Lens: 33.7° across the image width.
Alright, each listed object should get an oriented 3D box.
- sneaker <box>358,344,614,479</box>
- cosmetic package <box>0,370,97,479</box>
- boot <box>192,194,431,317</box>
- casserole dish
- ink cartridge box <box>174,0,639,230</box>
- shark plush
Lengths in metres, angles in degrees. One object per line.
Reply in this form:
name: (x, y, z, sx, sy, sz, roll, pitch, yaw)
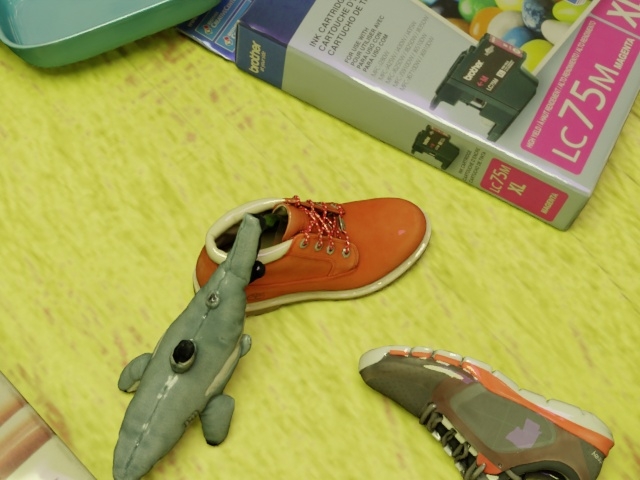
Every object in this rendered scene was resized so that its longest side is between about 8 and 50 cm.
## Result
sneaker: (0.091, 0.111, 0.616, 0.158, 0.061, 0.064, 21, 71, 6)
cosmetic package: (-0.255, 0.090, 0.554, 0.296, 0.129, 0.153, 42, 67, 14)
boot: (0.000, 0.000, 0.647, 0.158, 0.084, 0.059, -16, 65, -14)
casserole dish: (-0.142, -0.175, 0.725, 0.188, 0.037, 0.114, -22, 52, -8)
ink cartridge box: (0.075, -0.156, 0.743, 0.311, 0.065, 0.185, 27, 65, 10)
shark plush: (-0.063, 0.063, 0.586, 0.073, 0.067, 0.161, 42, 106, 6)
